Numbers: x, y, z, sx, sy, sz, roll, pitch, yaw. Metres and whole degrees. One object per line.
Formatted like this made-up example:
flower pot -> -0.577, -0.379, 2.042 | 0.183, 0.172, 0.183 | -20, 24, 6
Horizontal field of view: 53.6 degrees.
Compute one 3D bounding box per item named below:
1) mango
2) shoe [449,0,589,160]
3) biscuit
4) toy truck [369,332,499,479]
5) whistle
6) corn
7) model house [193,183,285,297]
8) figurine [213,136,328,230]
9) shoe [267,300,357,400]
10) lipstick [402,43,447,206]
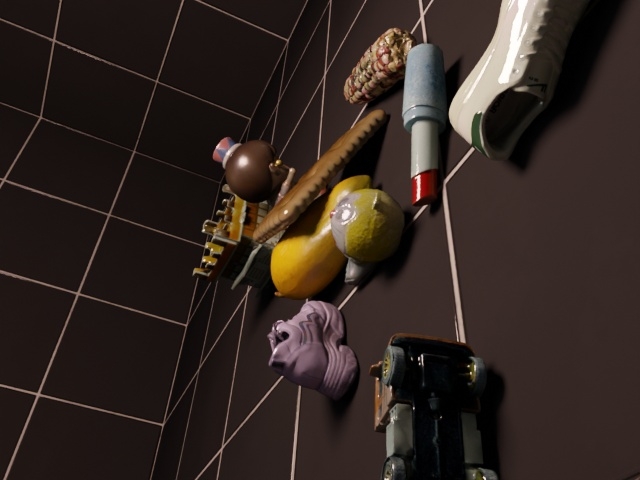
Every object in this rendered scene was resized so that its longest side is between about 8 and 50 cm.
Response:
mango -> 0.000, 0.000, 1.208 | 0.317, 0.119, 0.176 | -49, 21, 32
shoe -> 0.241, -0.208, 0.710 | 0.110, 0.095, 0.264 | -100, 27, -49
biscuit -> -0.006, -0.128, 1.262 | 0.324, 0.044, 0.217 | -49, 7, -23
toy truck -> 0.099, 0.233, 0.629 | 0.140, 0.108, 0.256 | 108, 168, -53
whistle -> 0.061, -0.002, 1.017 | 0.223, 0.123, 0.122 | 107, 172, -54
corn -> 0.116, -0.335, 1.265 | 0.280, 0.092, 0.092 | 156, 131, -75
model house -> -0.180, 0.003, 1.587 | 0.224, 0.216, 0.198 | 126, 154, -43
figurine -> -0.121, -0.148, 1.479 | 0.161, 0.276, 0.158 | -44, 16, 50
shoe -> -0.028, 0.164, 1.053 | 0.095, 0.138, 0.245 | -61, 18, 15
lipstick -> 0.159, -0.174, 0.965 | 0.061, 0.068, 0.273 | -33, 46, 53
